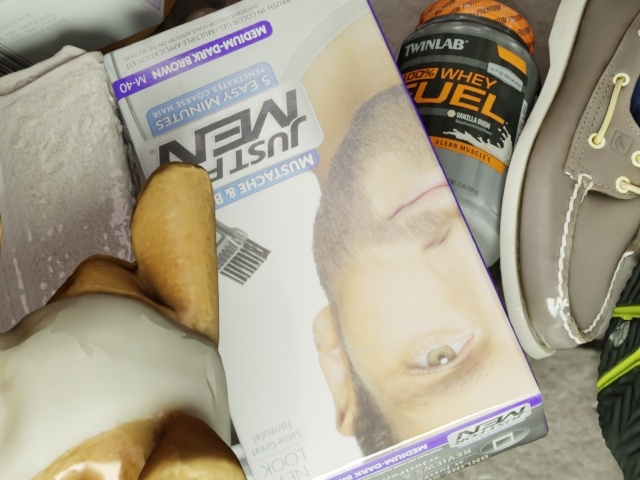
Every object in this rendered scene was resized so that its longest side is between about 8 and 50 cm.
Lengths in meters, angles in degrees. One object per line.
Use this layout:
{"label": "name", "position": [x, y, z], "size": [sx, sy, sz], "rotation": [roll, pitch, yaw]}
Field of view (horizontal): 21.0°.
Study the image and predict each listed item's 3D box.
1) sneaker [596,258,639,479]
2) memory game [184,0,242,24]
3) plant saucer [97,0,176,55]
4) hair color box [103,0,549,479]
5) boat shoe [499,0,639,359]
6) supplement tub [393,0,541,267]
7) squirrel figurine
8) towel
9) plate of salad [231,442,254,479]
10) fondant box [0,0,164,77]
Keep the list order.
{"label": "sneaker", "position": [0.279, 0.136, 1.145], "size": [0.147, 0.145, 0.384], "rotation": [19, 56, -17]}
{"label": "memory game", "position": [-0.043, -0.133, 1.398], "size": [0.186, 0.012, 0.186], "rotation": [-3, 59, 6]}
{"label": "plant saucer", "position": [-0.215, -0.233, 1.468], "size": [0.200, 0.037, 0.200], "rotation": [-3, 59, 6]}
{"label": "hair color box", "position": [0.000, 0.000, 1.138], "size": [0.185, 0.110, 0.338], "rotation": [-23, 68, 0]}
{"label": "boat shoe", "position": [0.209, -0.061, 1.253], "size": [0.097, 0.116, 0.324], "rotation": [-3, 52, 30]}
{"label": "supplement tub", "position": [0.099, -0.080, 1.286], "size": [0.117, 0.117, 0.190], "rotation": [7, 61, 12]}
{"label": "squirrel figurine", "position": [-0.240, 0.157, 0.979], "size": [0.370, 0.397, 0.281], "rotation": [-2, 46, -7]}
{"label": "towel", "position": [-0.202, 0.014, 1.202], "size": [0.187, 0.049, 0.282], "rotation": [-20, 72, 13]}
{"label": "plate of salad", "position": [-0.033, 0.230, 1.160], "size": [0.200, 0.048, 0.199], "rotation": [-4, 64, 9]}
{"label": "fondant box", "position": [-0.239, -0.290, 1.382], "size": [0.238, 0.096, 0.330], "rotation": [-18, 59, 30]}
